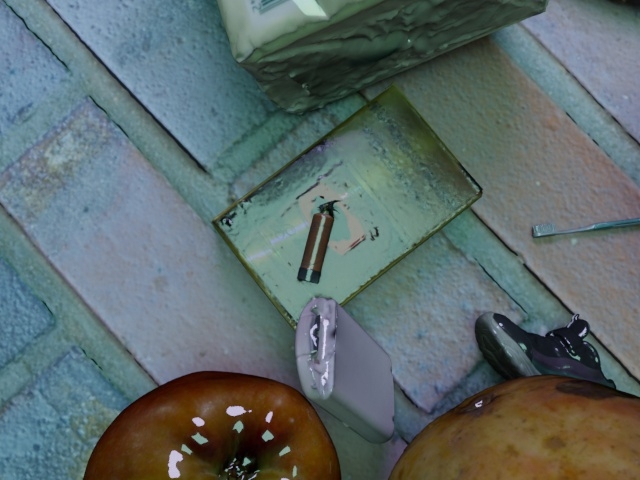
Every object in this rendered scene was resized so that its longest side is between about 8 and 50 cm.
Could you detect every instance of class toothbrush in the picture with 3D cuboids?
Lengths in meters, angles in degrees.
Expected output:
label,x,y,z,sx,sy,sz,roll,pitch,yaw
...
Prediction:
label,x,y,z,sx,sy,sz,roll,pitch,yaw
toothbrush,0.317,-0.019,0.619,0.167,0.011,0.014,-7,80,-1

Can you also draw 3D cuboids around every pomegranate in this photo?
label,x,y,z,sx,sy,sz,roll,pitch,yaw
pomegranate,0.184,0.241,0.431,0.282,0.281,0.280,0,85,0

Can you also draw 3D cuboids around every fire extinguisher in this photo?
label,x,y,z,sx,sy,sz,roll,pitch,yaw
fire extinguisher,0.000,0.000,0.539,0.028,0.022,0.083,11,84,37

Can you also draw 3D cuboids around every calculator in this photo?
label,x,y,z,sx,sy,sz,roll,pitch,yaw
calculator,0.030,0.126,0.534,0.032,0.175,0.100,-17,48,24

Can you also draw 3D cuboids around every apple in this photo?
label,x,y,z,sx,sy,sz,roll,pitch,yaw
apple,-0.092,0.218,0.489,0.234,0.234,0.233,0,85,0

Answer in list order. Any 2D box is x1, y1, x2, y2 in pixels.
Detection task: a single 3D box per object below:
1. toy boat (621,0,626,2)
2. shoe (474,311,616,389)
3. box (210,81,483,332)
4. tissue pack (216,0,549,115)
label,x,y,z,sx,sy,sz,roll,pitch,yaw
toy boat,0.315,-0.307,0.614,0.206,0.072,0.064,26,69,-9
shoe,0.243,0.119,0.580,0.169,0.071,0.099,44,83,-1
box,0.026,-0.032,0.591,0.240,0.071,0.159,-37,88,-4
tissue pack,0.022,-0.357,0.532,0.297,0.207,0.379,-17,85,14
